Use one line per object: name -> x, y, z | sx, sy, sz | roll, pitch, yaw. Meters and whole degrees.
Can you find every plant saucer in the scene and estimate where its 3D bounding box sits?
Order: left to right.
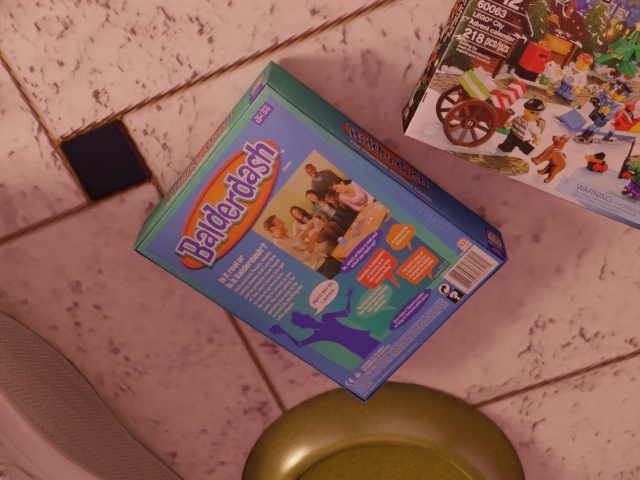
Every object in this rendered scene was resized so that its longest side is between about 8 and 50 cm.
plant saucer -> 0.052, 0.226, 0.847 | 0.240, 0.037, 0.241 | 1, 117, 1

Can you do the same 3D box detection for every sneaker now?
sneaker -> -0.233, 0.194, 0.801 | 0.169, 0.108, 0.292 | -31, 114, 14

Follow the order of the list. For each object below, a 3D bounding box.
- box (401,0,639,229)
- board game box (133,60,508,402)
box -> 0.191, -0.101, 0.665 | 0.233, 0.044, 0.159 | 20, 117, -9
board game box -> 0.000, 0.000, 0.723 | 0.210, 0.047, 0.160 | 36, 114, -16
